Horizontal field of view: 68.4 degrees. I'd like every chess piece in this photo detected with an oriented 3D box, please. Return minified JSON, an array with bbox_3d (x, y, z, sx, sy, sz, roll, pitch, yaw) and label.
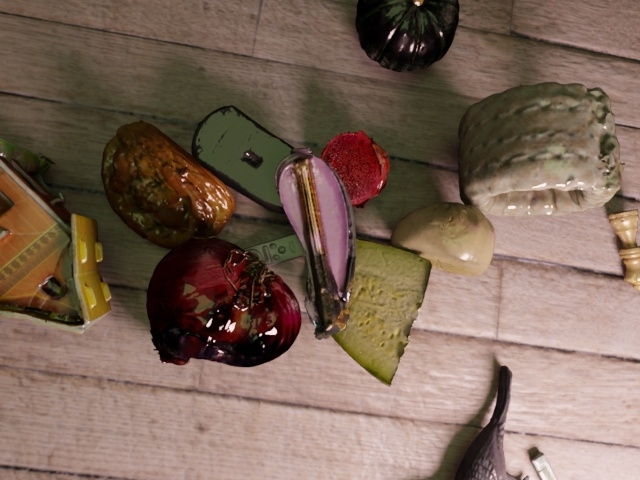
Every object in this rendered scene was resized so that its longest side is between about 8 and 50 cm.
[{"bbox_3d":[0.666,0.021,1.009,0.060,0.060,0.172,-9,85,-7],"label":"chess piece"}]

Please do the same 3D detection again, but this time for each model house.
[{"bbox_3d":[-0.524,0.059,0.785,0.340,0.300,0.324,-44,97,-9],"label":"model house"}]

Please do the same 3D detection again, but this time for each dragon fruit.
[{"bbox_3d":[0.088,-0.144,0.960,0.110,0.153,0.153,-17,82,-49],"label":"dragon fruit"}]

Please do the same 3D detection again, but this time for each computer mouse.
[{"bbox_3d":[-0.124,-0.150,0.937,0.269,0.086,0.138,33,85,-3],"label":"computer mouse"}]

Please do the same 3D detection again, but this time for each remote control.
[{"bbox_3d":[-0.102,0.027,0.948,0.183,0.027,0.050,-17,87,-3],"label":"remote control"}]

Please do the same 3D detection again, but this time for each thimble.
[{"bbox_3d":[0.407,-0.158,0.887,0.291,0.291,0.196,1,81,-5],"label":"thimble"}]

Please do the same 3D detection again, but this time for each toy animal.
[{"bbox_3d":[0.329,0.448,0.899,0.205,0.081,0.367,41,76,-1],"label":"toy animal"}]

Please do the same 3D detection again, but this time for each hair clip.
[{"bbox_3d":[0.002,0.000,0.871,0.110,0.095,0.359,-15,78,35],"label":"hair clip"}]

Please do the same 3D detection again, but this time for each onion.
[{"bbox_3d":[-0.167,0.119,0.835,0.280,0.221,0.281,-1,113,-2],"label":"onion"}]

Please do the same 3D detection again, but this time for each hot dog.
[{"bbox_3d":[-0.300,-0.105,0.888,0.272,0.122,0.196,41,118,-2],"label":"hot dog"}]

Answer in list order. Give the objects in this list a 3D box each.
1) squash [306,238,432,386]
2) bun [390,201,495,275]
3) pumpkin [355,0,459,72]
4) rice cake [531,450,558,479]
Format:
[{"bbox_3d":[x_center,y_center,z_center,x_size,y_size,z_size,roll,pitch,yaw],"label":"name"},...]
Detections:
[{"bbox_3d":[0.069,0.112,0.889,0.154,0.204,0.237,21,90,-22],"label":"squash"},{"bbox_3d":[0.237,-0.011,0.911,0.192,0.178,0.128,13,81,12],"label":"bun"},{"bbox_3d":[0.181,-0.461,0.978,0.220,0.162,0.221,0,87,-5],"label":"pumpkin"},{"bbox_3d":[0.463,0.502,0.930,0.033,0.029,0.171,-23,85,-5],"label":"rice cake"}]
